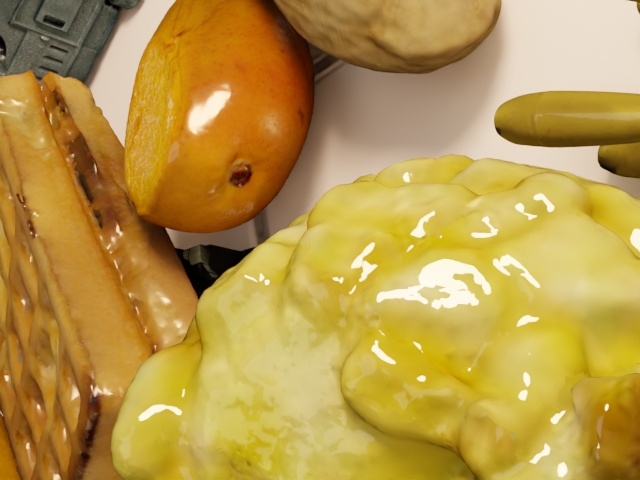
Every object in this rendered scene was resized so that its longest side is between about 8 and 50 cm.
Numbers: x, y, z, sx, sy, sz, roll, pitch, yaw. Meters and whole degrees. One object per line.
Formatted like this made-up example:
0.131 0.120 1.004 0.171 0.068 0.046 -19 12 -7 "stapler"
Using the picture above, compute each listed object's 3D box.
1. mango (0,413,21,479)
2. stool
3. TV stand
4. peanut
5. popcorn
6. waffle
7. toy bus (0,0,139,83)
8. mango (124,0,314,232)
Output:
-0.292 0.210 0.915 0.144 0.187 0.359 -37 40 -10 "mango"
0.161 -0.081 0.543 0.135 0.134 0.110 -40 34 -25 "stool"
0.000 0.000 0.743 0.256 0.049 0.040 -17 67 45 "TV stand"
0.009 -0.188 0.730 0.274 0.125 0.111 46 153 35 "peanut"
0.057 0.098 0.518 0.237 0.293 0.292 25 101 28 "popcorn"
-0.179 0.052 0.852 0.327 0.098 0.224 61 142 38 "waffle"
-0.248 -0.197 1.004 0.246 0.114 0.134 -58 42 19 "toy bus"
-0.067 -0.097 0.792 0.141 0.102 0.217 -47 34 37 "mango"
